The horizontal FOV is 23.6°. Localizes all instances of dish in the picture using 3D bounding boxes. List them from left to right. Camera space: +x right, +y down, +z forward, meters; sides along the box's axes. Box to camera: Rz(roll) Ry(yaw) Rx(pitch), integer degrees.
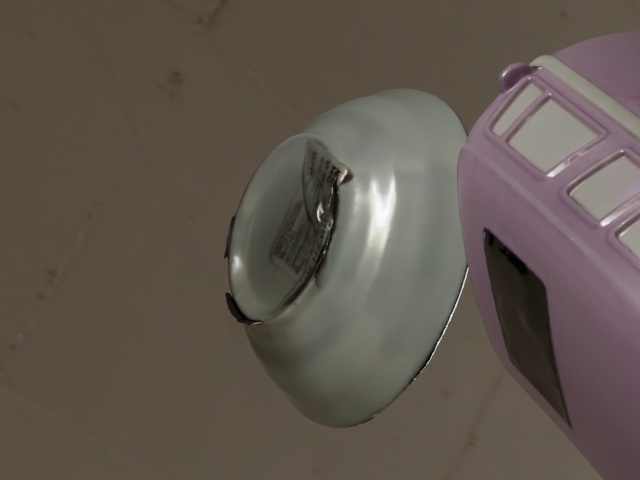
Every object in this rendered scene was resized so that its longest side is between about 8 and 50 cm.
[{"bbox_3d":[0.000,0.000,1.329,0.106,0.316,0.316,18,-90,-30],"label":"dish"}]

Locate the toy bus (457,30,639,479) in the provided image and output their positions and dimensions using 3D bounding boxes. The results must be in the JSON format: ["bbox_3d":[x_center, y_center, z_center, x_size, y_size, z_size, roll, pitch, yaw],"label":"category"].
[{"bbox_3d":[0.142,0.011,0.562,0.142,0.202,0.142,-24,-57,-9],"label":"toy bus"}]
